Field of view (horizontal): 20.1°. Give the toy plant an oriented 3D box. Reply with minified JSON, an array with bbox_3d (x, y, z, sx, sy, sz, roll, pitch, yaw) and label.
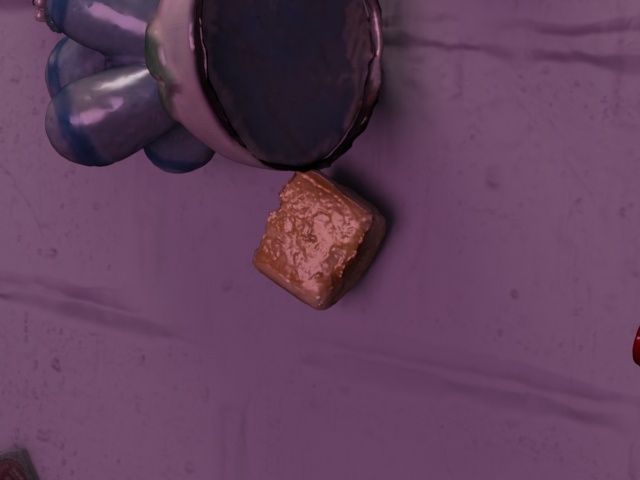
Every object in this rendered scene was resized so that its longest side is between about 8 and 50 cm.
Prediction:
[{"bbox_3d":[-0.135,-0.170,1.680,0.332,0.247,0.247,0,98,43],"label":"toy plant"}]

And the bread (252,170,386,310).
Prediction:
[{"bbox_3d":[0.000,-0.001,1.751,0.106,0.082,0.125,34,105,13],"label":"bread"}]

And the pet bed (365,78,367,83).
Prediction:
[{"bbox_3d":[-0.043,-0.185,1.762,0.201,0.053,0.201,4,97,37],"label":"pet bed"}]

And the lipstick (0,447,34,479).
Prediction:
[{"bbox_3d":[-0.449,0.325,2.107,0.290,0.077,0.076,-27,84,35],"label":"lipstick"}]

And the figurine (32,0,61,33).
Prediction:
[{"bbox_3d":[-0.258,-0.231,1.900,0.106,0.047,0.060,21,101,32],"label":"figurine"}]

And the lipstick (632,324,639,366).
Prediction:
[{"bbox_3d":[0.393,0.129,1.513,0.280,0.073,0.073,27,112,30],"label":"lipstick"}]
